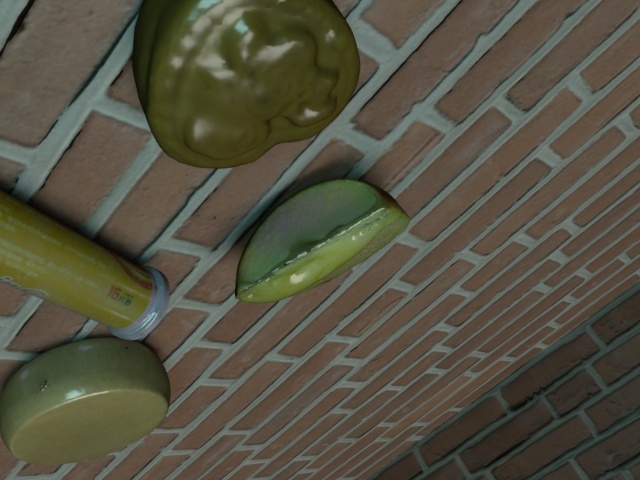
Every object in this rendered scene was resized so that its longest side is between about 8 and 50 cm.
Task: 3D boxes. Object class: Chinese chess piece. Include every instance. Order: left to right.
[{"bbox_3d":[-0.385,0.270,0.996,0.273,0.102,0.273,-18,146,-13],"label":"Chinese chess piece"}]

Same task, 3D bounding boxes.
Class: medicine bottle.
[{"bbox_3d":[-0.346,0.002,0.675,0.108,0.108,0.426,-34,145,8],"label":"medicine bottle"}]

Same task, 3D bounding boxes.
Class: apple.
[{"bbox_3d":[0.000,0.000,0.907,0.265,0.120,0.193,-31,159,9],"label":"apple"}]

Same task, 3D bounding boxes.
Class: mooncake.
[{"bbox_3d":[-0.078,-0.183,0.616,0.235,0.117,0.234,-18,147,-12],"label":"mooncake"}]
